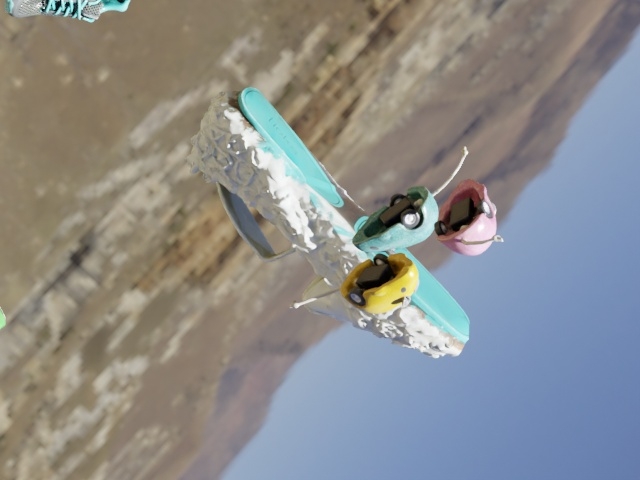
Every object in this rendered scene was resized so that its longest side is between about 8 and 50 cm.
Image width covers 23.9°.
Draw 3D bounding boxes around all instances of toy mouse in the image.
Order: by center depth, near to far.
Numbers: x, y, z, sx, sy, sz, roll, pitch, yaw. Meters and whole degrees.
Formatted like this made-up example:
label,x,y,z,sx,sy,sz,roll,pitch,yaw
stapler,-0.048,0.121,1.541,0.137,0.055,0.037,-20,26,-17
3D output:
label,x,y,z,sx,sy,sz,roll,pitch,yaw
toy mouse,0.073,-0.006,1.004,0.161,0.031,0.143,-14,-147,44

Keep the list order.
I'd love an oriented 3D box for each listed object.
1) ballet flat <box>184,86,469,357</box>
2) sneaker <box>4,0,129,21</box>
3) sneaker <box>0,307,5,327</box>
label,x,y,z,sx,sy,sz,roll,pitch,yaw
ballet flat,0.000,0.000,1.763,0.147,0.409,0.147,-42,175,-5
sneaker,-0.289,-0.285,1.763,0.166,0.076,0.065,-26,154,-40
sneaker,-0.450,0.060,1.837,0.134,0.146,0.343,117,-21,-65
